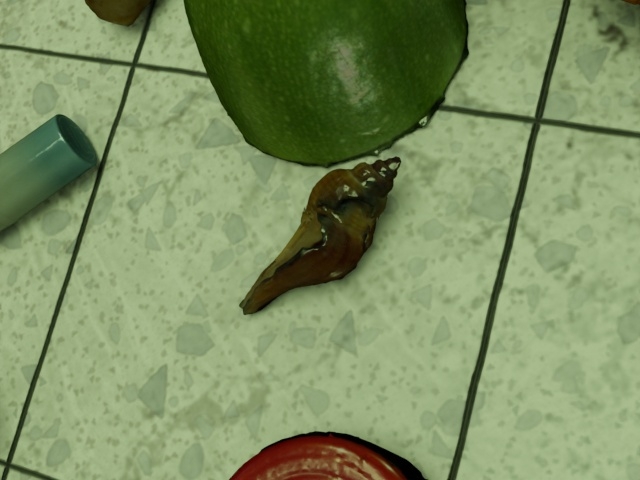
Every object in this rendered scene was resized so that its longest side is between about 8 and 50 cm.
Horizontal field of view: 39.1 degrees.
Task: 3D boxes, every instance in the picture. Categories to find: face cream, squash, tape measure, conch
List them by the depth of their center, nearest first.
[{"bbox_3d":[0.003,0.310,0.835,0.253,0.114,0.260,-34,68,8],"label":"tape measure"},{"bbox_3d":[-0.030,-0.259,0.888,0.310,0.309,0.310,-4,77,19],"label":"squash"},{"bbox_3d":[0.005,0.002,0.936,0.080,0.086,0.232,28,102,-16],"label":"conch"},{"bbox_3d":[-0.391,-0.054,1.089,0.250,0.077,0.077,-32,68,10],"label":"face cream"}]

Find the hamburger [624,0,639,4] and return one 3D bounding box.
[{"bbox_3d":[0.360,-0.313,0.779,0.276,0.260,0.150,-54,28,3],"label":"hamburger"}]

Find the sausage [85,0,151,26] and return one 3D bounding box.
[{"bbox_3d":[-0.155,-0.494,1.096,0.136,0.123,0.500,33,89,-5],"label":"sausage"}]
